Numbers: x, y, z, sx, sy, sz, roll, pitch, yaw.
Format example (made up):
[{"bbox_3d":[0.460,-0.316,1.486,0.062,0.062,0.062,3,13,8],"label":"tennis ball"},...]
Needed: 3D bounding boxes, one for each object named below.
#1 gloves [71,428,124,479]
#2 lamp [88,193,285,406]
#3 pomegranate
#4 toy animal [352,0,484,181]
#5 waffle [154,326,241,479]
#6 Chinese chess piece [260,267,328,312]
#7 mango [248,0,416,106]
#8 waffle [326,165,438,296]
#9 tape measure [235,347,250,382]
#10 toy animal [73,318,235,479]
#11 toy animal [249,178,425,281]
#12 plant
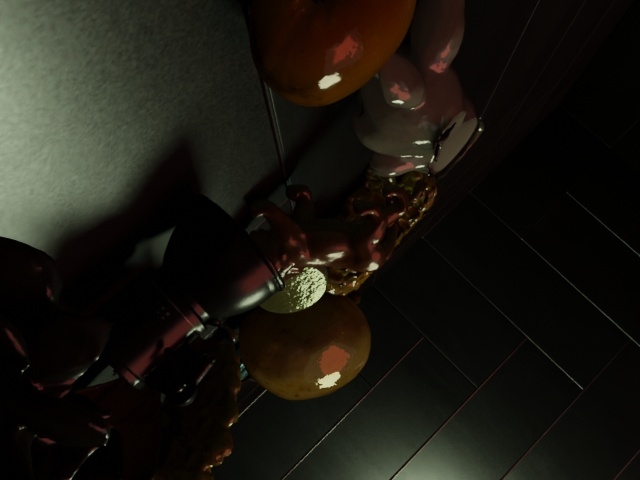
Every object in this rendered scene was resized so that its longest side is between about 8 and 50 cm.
[{"bbox_3d":[-0.401,0.443,1.134,0.210,0.135,0.312,-37,-163,-10],"label":"gloves"},{"bbox_3d":[-0.165,0.081,0.702,0.227,0.172,0.147,-44,170,-15],"label":"lamp"},{"bbox_3d":[-0.041,0.216,1.373,0.307,0.307,0.307,-43,168,-11],"label":"pomegranate"},{"bbox_3d":[0.135,-0.189,0.853,0.208,0.154,0.325,-49,165,-16],"label":"toy animal"},{"bbox_3d":[-0.181,0.261,0.879,0.291,0.051,0.291,-47,-152,36],"label":"waffle"},{"bbox_3d":[-0.059,0.067,1.129,0.144,0.058,0.144,-9,136,-9],"label":"Chinese chess piece"},{"bbox_3d":[0.018,-0.194,0.552,0.144,0.112,0.219,-53,178,33],"label":"mango"},{"bbox_3d":[0.094,-0.031,1.275,0.324,0.151,0.261,-44,165,-1],"label":"waffle"},{"bbox_3d":[-0.199,0.315,1.607,0.125,0.081,0.146,-48,169,30],"label":"tape measure"},{"bbox_3d":[-0.253,0.189,0.893,0.284,0.225,0.302,-45,-169,-7],"label":"toy animal"},{"bbox_3d":[0.000,0.000,0.929,0.097,0.313,0.157,-97,-174,-60],"label":"toy animal"},{"bbox_3d":[-0.274,0.135,0.484,0.276,0.199,0.188,-45,175,18],"label":"plant"}]
